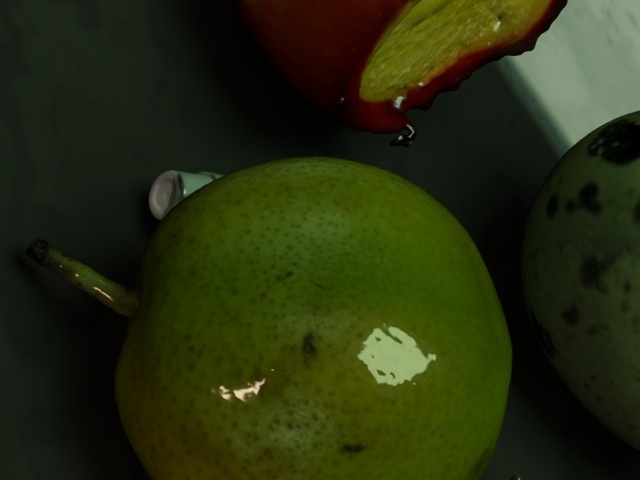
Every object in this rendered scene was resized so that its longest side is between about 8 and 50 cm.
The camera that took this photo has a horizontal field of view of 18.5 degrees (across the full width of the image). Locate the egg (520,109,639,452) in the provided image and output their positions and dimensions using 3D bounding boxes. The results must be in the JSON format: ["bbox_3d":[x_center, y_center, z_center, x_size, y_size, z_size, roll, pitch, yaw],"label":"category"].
[{"bbox_3d":[0.208,0.034,1.096,0.228,0.177,0.177,63,38,-23],"label":"egg"}]

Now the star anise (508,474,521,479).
[{"bbox_3d":[0.101,0.187,1.003,0.141,0.042,0.141,20,59,-37],"label":"star anise"}]

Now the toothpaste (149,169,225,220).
[{"bbox_3d":[0.000,0.000,0.997,0.218,0.033,0.052,16,64,-46],"label":"toothpaste"}]

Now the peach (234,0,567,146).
[{"bbox_3d":[0.053,-0.155,1.007,0.196,0.190,0.226,44,37,-38],"label":"peach"}]

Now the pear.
[{"bbox_3d":[-0.026,0.046,0.858,0.216,0.166,0.180,16,69,-12],"label":"pear"}]
